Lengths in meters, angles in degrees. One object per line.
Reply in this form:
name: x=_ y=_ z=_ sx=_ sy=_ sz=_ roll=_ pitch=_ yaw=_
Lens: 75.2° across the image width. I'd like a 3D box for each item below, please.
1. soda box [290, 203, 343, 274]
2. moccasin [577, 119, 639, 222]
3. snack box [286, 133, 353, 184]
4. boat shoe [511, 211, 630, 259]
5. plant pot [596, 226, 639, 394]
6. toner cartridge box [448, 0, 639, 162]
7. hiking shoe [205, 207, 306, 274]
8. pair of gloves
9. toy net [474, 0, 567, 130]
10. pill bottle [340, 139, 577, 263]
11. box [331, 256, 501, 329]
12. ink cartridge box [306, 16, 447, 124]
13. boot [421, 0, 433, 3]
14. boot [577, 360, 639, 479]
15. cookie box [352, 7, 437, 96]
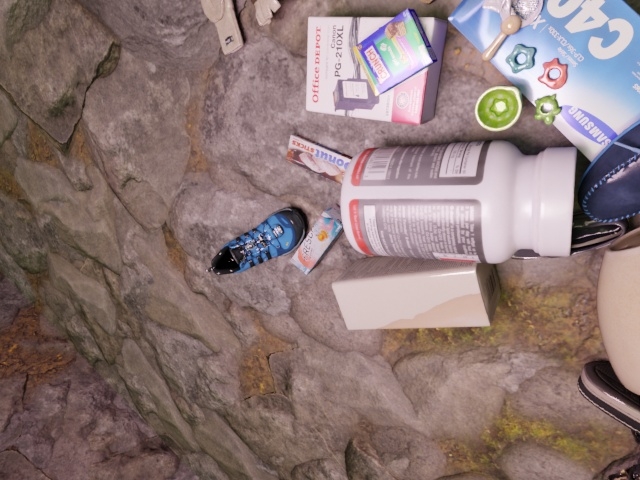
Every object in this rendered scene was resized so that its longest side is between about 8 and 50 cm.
soda box: x=0.000 y=0.000 z=1.006 sx=0.058 sy=0.063 sz=0.183 roll=41 pitch=126 yaw=9
moccasin: x=0.488 y=-0.123 z=0.522 sx=0.138 sy=0.116 sz=0.342 roll=29 pitch=138 yaw=-10
snack box: x=0.004 y=-0.182 z=0.947 sx=0.178 sy=0.022 sz=0.064 roll=27 pitch=121 yaw=19
boat shoe: x=0.427 y=-0.006 z=0.740 sx=0.206 sy=0.065 sz=0.075 roll=-19 pitch=100 yaw=36
plant pot: x=0.526 y=0.068 z=0.593 sx=0.284 sy=0.284 sz=0.190 roll=-34 pitch=83 yaw=37
toner cartridge box: x=0.381 y=-0.289 z=0.634 sx=0.348 sy=0.075 sz=0.165 roll=47 pitch=129 yaw=5
hiking shoe: x=-0.161 y=0.020 z=1.070 sx=0.304 sy=0.132 sz=0.113 roll=-31 pitch=93 yaw=37
pair of gloves: x=-0.173 y=-0.530 z=0.866 sx=0.240 sy=0.042 sz=0.204 roll=-9 pitch=110 yaw=50
toy net: x=0.296 y=-0.284 z=0.613 sx=0.122 sy=0.045 sz=0.232 roll=6 pitch=115 yaw=31
pill bottle: x=0.237 y=-0.067 z=0.738 sx=0.363 sy=0.210 sz=0.210 roll=4 pitch=113 yaw=30
box: x=0.198 y=0.100 z=0.880 sx=0.311 sy=0.148 sz=0.121 roll=-10 pitch=106 yaw=36
ink cartridge box: x=0.096 y=-0.321 z=0.778 sx=0.237 sy=0.100 sz=0.171 roll=15 pitch=118 yaw=25
boot: x=0.119 y=-0.479 z=0.670 sx=0.077 sy=0.137 sz=0.197 roll=-34 pitch=92 yaw=37
boot: x=0.618 y=0.420 z=0.779 sx=0.378 sy=0.138 sz=0.284 roll=27 pitch=123 yaw=13
cookie box: x=0.121 y=-0.305 z=0.682 sx=0.107 sy=0.040 sz=0.091 roll=-23 pitch=100 yaw=35
